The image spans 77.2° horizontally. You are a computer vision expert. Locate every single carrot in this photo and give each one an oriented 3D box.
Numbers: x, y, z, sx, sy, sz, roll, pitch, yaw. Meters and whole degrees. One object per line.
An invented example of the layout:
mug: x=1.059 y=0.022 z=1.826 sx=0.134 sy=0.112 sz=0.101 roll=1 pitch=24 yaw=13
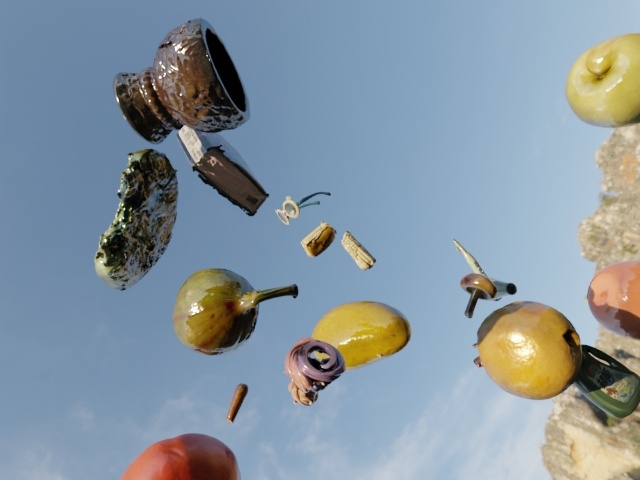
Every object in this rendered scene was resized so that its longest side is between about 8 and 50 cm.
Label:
carrot: x=-0.350 y=0.679 z=1.680 sx=0.055 sy=0.055 sz=0.161 roll=58 pitch=-143 yaw=-34

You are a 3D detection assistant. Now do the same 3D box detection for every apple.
apple: x=0.631 y=-0.330 z=0.849 sx=0.200 sy=0.200 sz=0.200 roll=-12 pitch=-70 yaw=-36

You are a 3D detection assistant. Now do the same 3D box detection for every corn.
corn: x=0.170 y=0.051 z=1.899 sx=0.211 sy=0.087 sz=0.087 roll=46 pitch=-112 yaw=3

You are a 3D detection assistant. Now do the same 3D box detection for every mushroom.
mushroom: x=0.391 y=0.135 z=1.012 sx=0.073 sy=0.088 sz=0.129 roll=-46 pitch=-30 yaw=-53

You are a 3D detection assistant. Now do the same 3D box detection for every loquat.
loquat: x=0.485 y=0.256 z=0.940 sx=0.193 sy=0.238 sz=0.238 roll=-8 pitch=-72 yaw=-38

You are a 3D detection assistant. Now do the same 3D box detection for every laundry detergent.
laundry detergent: x=0.688 y=0.330 z=1.024 sx=0.144 sy=0.222 sz=0.078 roll=-35 pitch=-31 yaw=-27

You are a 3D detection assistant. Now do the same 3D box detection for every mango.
mango: x=0.150 y=0.358 z=1.524 sx=0.220 sy=0.445 sz=0.301 roll=54 pitch=-129 yaw=-13

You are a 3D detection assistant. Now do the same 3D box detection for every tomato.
tomato: x=-0.295 y=0.541 z=0.850 sx=0.260 sy=0.180 sz=0.259 roll=-9 pitch=-69 yaw=-24

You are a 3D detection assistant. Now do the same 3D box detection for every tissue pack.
tissue pack: x=-0.328 y=-0.256 z=1.331 sx=0.122 sy=0.361 sz=0.259 roll=-46 pitch=-50 yaw=4

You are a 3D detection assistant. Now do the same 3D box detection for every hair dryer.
hair dryer: x=0.450 y=0.083 z=1.089 sx=0.067 sy=0.167 sz=0.199 roll=-32 pitch=-81 yaw=-9

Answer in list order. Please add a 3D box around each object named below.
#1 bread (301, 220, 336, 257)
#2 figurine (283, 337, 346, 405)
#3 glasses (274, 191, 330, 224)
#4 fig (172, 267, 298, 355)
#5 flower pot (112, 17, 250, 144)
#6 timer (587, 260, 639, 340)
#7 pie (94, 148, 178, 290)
bread: x=0.000 y=0.000 z=1.169 sx=0.106 sy=0.053 sz=0.072 roll=-40 pitch=-41 yaw=-15
figurine: x=-0.029 y=0.279 z=0.844 sx=0.114 sy=0.126 sz=0.157 roll=21 pitch=-58 yaw=-26
glasses: x=-0.063 y=-0.134 z=1.691 sx=0.221 sy=0.190 sz=0.088 roll=-13 pitch=-100 yaw=-27
fig: x=-0.154 y=0.118 z=0.652 sx=0.148 sy=0.186 sz=0.142 roll=27 pitch=-112 yaw=-28
flower pot: x=-0.355 y=-0.384 z=1.029 sx=0.267 sy=0.266 sz=0.266 roll=-18 pitch=-59 yaw=9
timer: x=0.917 y=0.173 z=1.160 sx=0.215 sy=0.229 sz=0.229 roll=11 pitch=-82 yaw=4
pie: x=-0.463 y=-0.052 z=1.050 sx=0.078 sy=0.296 sz=0.371 roll=16 pitch=-86 yaw=1
